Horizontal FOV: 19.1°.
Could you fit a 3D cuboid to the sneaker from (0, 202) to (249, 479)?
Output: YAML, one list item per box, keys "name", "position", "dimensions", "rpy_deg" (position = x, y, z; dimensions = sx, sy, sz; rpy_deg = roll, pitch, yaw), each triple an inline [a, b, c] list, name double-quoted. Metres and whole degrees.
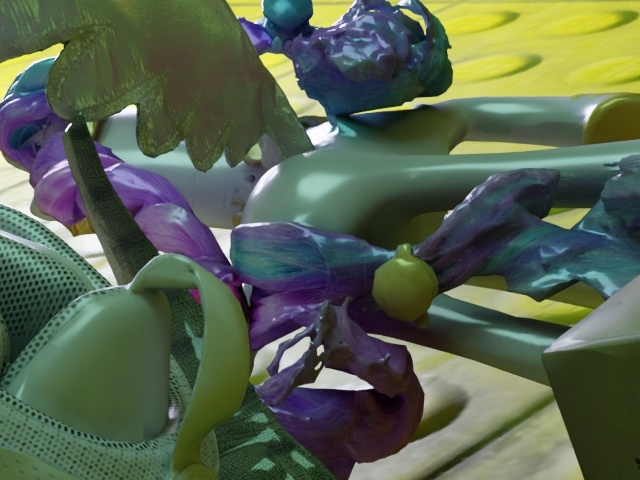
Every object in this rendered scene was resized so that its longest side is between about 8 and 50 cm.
- name: "sneaker"
  position: [-0.170, 0.092, 0.567]
  dimensions: [0.366, 0.210, 0.137]
  rpy_deg: [4, 5, 26]

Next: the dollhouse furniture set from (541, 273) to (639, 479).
- name: "dollhouse furniture set"
  position: [0.217, 0.031, 0.558]
  dimensions: [0.242, 0.212, 0.161]
  rpy_deg: [-11, 13, 41]

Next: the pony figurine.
- name: "pony figurine"
  position: [0.000, 0.000, 0.781]
  dimensions: [0.363, 0.303, 0.351]
  rpy_deg: [6, 12, 8]

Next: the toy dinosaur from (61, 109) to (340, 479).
- name: "toy dinosaur"
  position: [-0.033, 0.099, 0.601]
  dimensions: [0.118, 0.268, 0.064]
  rpy_deg: [-44, -17, 24]
